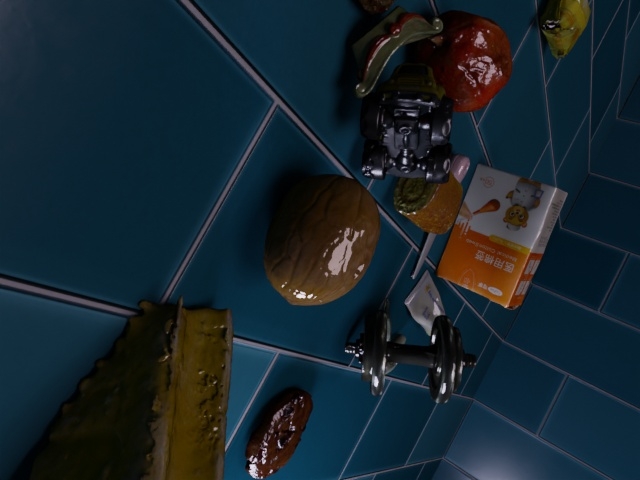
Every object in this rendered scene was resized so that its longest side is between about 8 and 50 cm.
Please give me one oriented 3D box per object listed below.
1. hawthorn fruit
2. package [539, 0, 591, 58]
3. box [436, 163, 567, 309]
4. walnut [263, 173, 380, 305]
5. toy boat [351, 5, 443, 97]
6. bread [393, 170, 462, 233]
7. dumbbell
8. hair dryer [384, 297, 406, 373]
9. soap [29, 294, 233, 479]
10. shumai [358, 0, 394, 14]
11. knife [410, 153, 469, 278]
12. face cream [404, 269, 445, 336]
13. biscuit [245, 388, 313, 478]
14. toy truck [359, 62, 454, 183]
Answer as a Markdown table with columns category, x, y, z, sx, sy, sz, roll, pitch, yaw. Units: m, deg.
| category | x | y | z | sx | sy | sz | roll | pitch | yaw |
| --- | --- | --- | --- | --- | --- | --- | --- | --- | --- |
| hawthorn fruit | 0.253 | -0.318 | 0.924 | 0.173 | 0.173 | 0.179 | -51 | 148 | -19 |
| package | 0.635 | -0.580 | 1.361 | 0.226 | 0.090 | 0.168 | 14 | 104 | -56 |
| box | 0.487 | -0.010 | 1.429 | 0.143 | 0.225 | 0.341 | 2 | 110 | -54 |
| walnut | 0.000 | 0.000 | 0.777 | 0.167 | 0.167 | 0.207 | 31 | 84 | -59 |
| toy boat | 0.102 | -0.292 | 0.782 | 0.185 | 0.089 | 0.071 | -43 | 105 | -12 |
| bread | 0.226 | -0.092 | 1.097 | 0.172 | 0.103 | 0.132 | 27 | 84 | -59 |
| dumbbell | 0.198 | 0.255 | 1.164 | 0.192 | 0.290 | 0.192 | 5 | 90 | -87 |
| hair dryer | 0.181 | 0.231 | 1.340 | 0.167 | 0.067 | 0.199 | -9 | 105 | -64 |
| soap | -0.274 | 0.249 | 0.670 | 0.169 | 0.304 | 0.338 | 53 | 28 | -49 |
| shumai | 0.105 | -0.380 | 0.730 | 0.139 | 0.105 | 0.123 | -45 | 158 | 20 |
| knife | 0.287 | -0.056 | 1.296 | 0.081 | 0.043 | 0.336 | -26 | 139 | -54 |
| face cream | 0.297 | 0.187 | 1.459 | 0.114 | 0.070 | 0.224 | -51 | 138 | -20 |
| biscuit | -0.078 | 0.388 | 1.053 | 0.192 | 0.049 | 0.192 | -39 | 145 | -34 |
| toy truck | 0.147 | -0.201 | 0.868 | 0.224 | 0.147 | 0.165 | 71 | 28 | -62 |
